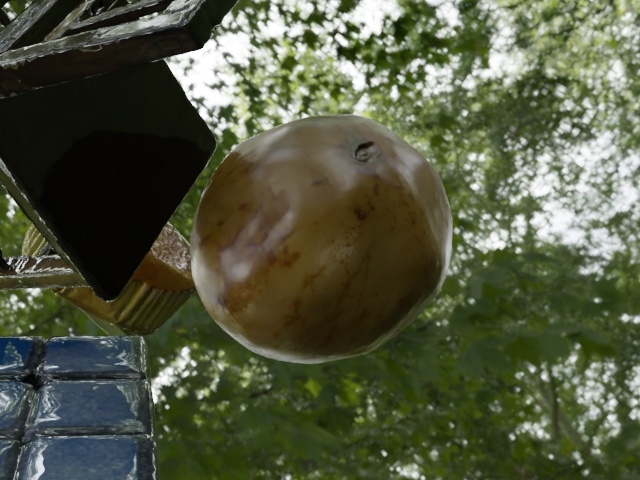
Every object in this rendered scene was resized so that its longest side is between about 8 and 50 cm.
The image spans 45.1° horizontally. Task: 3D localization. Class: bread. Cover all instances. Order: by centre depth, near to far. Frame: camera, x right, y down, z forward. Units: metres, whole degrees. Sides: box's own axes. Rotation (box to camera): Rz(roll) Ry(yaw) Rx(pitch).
[{"bbox_3d":[-0.301,0.022,1.143,0.133,0.250,0.179,-51,11,22],"label":"bread"}]

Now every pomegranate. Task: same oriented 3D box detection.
[{"bbox_3d":[0.000,0.000,0.699,0.248,0.248,0.248,-30,-36,-25],"label":"pomegranate"}]

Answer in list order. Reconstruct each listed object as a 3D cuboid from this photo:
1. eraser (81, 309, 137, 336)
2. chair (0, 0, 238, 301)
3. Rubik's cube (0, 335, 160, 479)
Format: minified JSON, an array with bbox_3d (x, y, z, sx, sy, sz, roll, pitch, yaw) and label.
[{"bbox_3d":[-0.366,0.091,1.363,0.172,0.058,0.117,68,-147,-56],"label":"eraser"},{"bbox_3d":[-0.173,-0.093,0.619,0.203,0.416,0.241,-63,-39,-37],"label":"chair"},{"bbox_3d":[-0.285,0.280,0.520,0.337,0.344,0.344,2,-75,-14],"label":"Rubik's cube"}]
